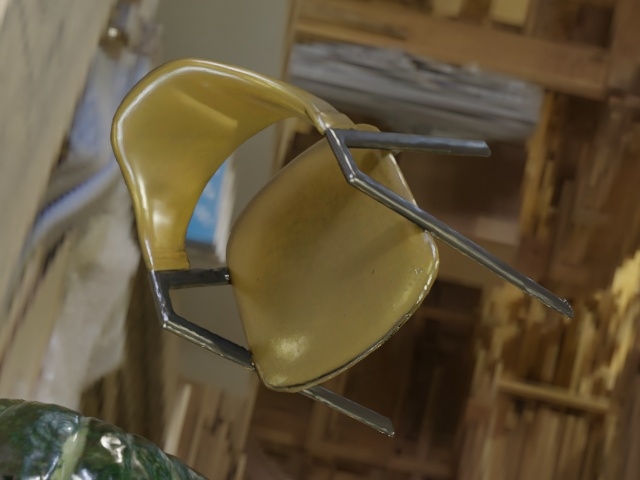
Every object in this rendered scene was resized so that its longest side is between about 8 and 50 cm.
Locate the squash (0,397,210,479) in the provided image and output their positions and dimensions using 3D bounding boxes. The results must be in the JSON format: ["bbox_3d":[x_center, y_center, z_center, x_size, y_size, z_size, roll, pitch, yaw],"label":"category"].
[{"bbox_3d":[-0.183,0.209,1.119,0.252,0.252,0.165,93,8,-72],"label":"squash"}]

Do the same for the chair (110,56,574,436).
[{"bbox_3d":[0.000,0.000,0.980,0.159,0.247,0.172,-38,-121,27],"label":"chair"}]
